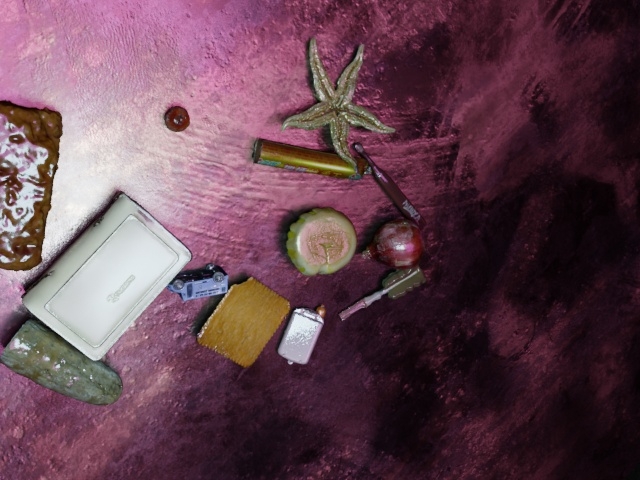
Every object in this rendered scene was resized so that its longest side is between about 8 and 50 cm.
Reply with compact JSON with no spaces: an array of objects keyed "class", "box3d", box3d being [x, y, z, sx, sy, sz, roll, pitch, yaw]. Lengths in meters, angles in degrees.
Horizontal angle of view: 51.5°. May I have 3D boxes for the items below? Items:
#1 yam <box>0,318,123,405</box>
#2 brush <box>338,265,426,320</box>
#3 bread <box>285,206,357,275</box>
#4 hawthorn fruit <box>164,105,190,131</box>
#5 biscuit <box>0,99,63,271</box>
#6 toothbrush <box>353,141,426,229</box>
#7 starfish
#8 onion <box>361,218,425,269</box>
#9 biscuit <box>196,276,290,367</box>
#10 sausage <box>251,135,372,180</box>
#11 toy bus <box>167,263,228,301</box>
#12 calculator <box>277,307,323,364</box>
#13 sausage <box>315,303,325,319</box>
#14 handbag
[{"class":"yam","box3d":[-0.642,0.318,1.668,0.330,0.133,0.133,39,84,-31]},{"class":"brush","box3d":[0.188,0.165,2.067,0.300,0.071,0.084,-31,96,-7]},{"class":"bread","box3d":[0.000,0.000,1.910,0.213,0.104,0.214,-4,102,-21]},{"class":"hawthorn fruit","box3d":[-0.360,-0.307,1.676,0.066,0.103,0.067,-2,97,-17]},{"class":"biscuit","box3d":[-0.774,-0.124,1.485,0.342,0.166,0.396,7,99,-24]},{"class":"toothbrush","box3d":[0.212,-0.161,2.013,0.041,0.041,0.364,-47,115,-9]},{"class":"starfish","box3d":[0.063,-0.383,1.869,0.347,0.078,0.358,33,74,-16]},{"class":"onion","box3d":[0.216,0.018,1.998,0.194,0.159,0.160,-11,107,-1]},{"class":"biscuit","box3d":[-0.213,0.231,1.884,0.232,0.013,0.237,39,83,-40]},{"class":"sausage","box3d":[-0.013,-0.222,1.876,0.371,0.082,0.082,7,98,-27]},{"class":"toy bus","box3d":[-0.337,0.117,1.794,0.167,0.073,0.076,-9,115,-25]},{"class":"calculator","box3d":[-0.059,0.286,1.967,0.100,0.032,0.175,23,91,-2]},{"class":"sausage","box3d":[-0.009,0.243,2.000,0.031,0.031,0.107,18,91,-27]},{"class":"handbag","box3d":[-0.528,0.084,1.652,0.237,0.160,0.359,45,80,-20]}]
